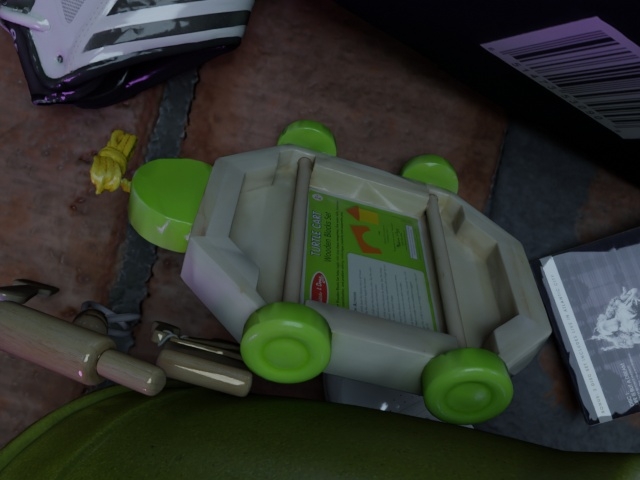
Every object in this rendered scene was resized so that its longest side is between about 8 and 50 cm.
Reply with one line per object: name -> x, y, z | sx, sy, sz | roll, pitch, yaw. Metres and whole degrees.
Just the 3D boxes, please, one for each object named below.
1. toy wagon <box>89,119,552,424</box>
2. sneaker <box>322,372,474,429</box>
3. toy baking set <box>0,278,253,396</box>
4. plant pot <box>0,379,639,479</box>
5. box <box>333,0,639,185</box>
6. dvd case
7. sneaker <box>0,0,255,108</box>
toy wagon -> 0.000, 0.000, 0.504 | 0.344, 0.267, 0.068 | 15, 125, -8
sneaker -> 0.115, 0.206, 0.555 | 0.114, 0.152, 0.305 | -35, 93, -8
toy baking set -> -0.153, 0.069, 0.474 | 0.256, 0.197, 0.030 | 15, 85, 17
plant pot -> 0.019, 0.243, 0.356 | 0.366, 0.353, 0.366 | 23, 59, -46
box -> 0.285, -0.324, 0.461 | 0.480, 0.297, 0.471 | 23, 89, -23
dvd case -> 0.331, 0.064, 0.621 | 0.221, 0.018, 0.164 | -19, 82, 8
sneaker -> -0.258, -0.245, 0.498 | 0.448, 0.169, 0.257 | 11, 91, -5
